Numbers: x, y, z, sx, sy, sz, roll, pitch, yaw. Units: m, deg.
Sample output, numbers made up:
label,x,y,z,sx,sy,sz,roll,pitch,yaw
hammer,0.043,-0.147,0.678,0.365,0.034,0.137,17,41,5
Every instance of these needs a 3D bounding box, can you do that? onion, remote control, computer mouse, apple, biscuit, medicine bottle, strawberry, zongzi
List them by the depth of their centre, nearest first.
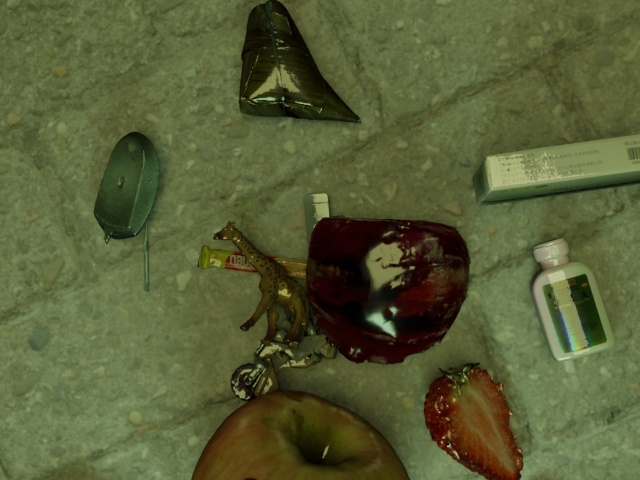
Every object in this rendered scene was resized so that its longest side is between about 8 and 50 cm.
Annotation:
label,x,y,z,sx,sy,sz,roll,pitch,yaw
apple,-0.031,0.466,1.246,0.392,0.391,0.346,19,113,5
onion,0.135,0.082,1.333,0.315,0.146,0.279,3,78,-7
strawberry,0.265,0.343,1.364,0.175,0.107,0.235,-8,87,-32
medicine bottle,0.453,0.106,1.365,0.115,0.078,0.219,-17,86,5
zongzi,-0.031,-0.340,1.417,0.242,0.112,0.220,5,87,-3
biscuit,-0.095,0.049,1.432,0.292,0.026,0.048,6,94,10
remote control,0.000,0.000,1.436,0.050,0.027,0.184,-4,91,12
computer mouse,-0.373,-0.100,1.451,0.113,0.068,0.228,24,101,23

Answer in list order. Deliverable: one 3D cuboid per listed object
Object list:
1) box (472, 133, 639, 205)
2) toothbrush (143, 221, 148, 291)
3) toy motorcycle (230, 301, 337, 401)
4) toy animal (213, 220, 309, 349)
label,x,y,z,sx,sy,sz,roll,pitch,yaw
box,0.457,-0.126,1.316,0.344,0.200,0.065,-8,84,5
toothbrush,-0.350,0.018,1.470,0.014,0.011,0.167,-3,87,10
toy motorcycle,-0.059,0.225,1.390,0.130,0.094,0.229,40,78,7
toy animal,-0.103,0.078,1.373,0.149,0.054,0.275,-7,63,-22
